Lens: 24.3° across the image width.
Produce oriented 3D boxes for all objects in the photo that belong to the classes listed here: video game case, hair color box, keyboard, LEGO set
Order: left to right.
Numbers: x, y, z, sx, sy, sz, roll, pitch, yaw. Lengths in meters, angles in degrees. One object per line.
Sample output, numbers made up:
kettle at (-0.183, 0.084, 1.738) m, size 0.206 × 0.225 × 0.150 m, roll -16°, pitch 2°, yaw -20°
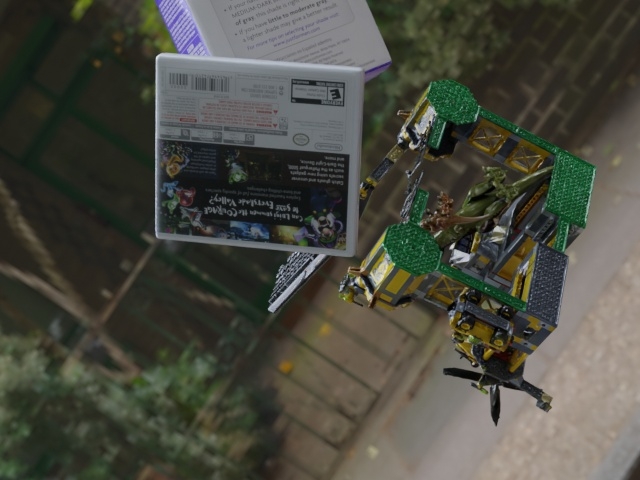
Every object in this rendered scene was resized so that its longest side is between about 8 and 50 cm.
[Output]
hair color box at (-0.085, -0.297, 1.560) m, size 0.185 × 0.339 × 0.110 m, roll -23°, pitch 1°, yaw -19°
video game case at (-0.057, -0.078, 1.350) m, size 0.022 × 0.190 × 0.173 m, roll -53°, pitch -33°, yaw -70°
keyboard at (0.000, 0.000, 1.653) m, size 0.180 × 0.023 × 0.108 m, roll -46°, pitch 13°, yaw 42°
LEGO set at (0.141, 0.016, 1.558) m, size 0.192 × 0.254 × 0.331 m, roll 123°, pitch 161°, yaw -47°
